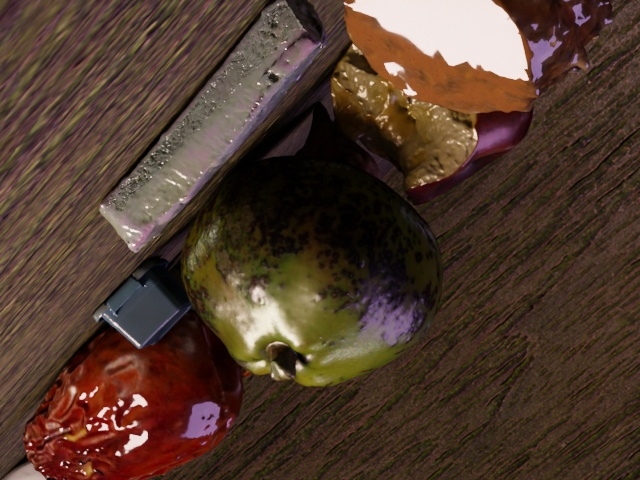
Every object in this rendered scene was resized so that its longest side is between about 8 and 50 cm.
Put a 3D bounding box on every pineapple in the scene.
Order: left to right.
[{"bbox_3d":[0.127,-0.208,1.023,0.278,0.158,0.158,-57,-176,-32],"label":"pineapple"}]

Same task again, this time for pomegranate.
[{"bbox_3d":[-0.009,0.011,1.550,0.204,0.222,0.276,-58,-165,17],"label":"pomegranate"}]

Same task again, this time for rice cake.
[{"bbox_3d":[-0.068,-0.068,1.053,0.211,0.043,0.034,-47,170,29],"label":"rice cake"}]

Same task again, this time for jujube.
[{"bbox_3d":[-0.189,0.162,1.681,0.236,0.168,0.168,-30,-176,23],"label":"jujube"}]

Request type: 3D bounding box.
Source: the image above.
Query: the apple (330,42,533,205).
[{"bbox_3d":[0.096,-0.127,1.488,0.147,0.158,0.156,-28,171,-24],"label":"apple"}]

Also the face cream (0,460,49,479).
[{"bbox_3d":[-0.327,0.373,2.146,0.206,0.206,0.111,-44,176,-26],"label":"face cream"}]

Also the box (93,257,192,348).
[{"bbox_3d":[-0.156,0.059,1.561,0.074,0.054,0.099,-47,177,4],"label":"box"}]

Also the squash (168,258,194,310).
[{"bbox_3d":[-0.165,0.076,1.746,0.183,0.052,0.052,-45,178,36],"label":"squash"}]

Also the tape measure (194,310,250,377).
[{"bbox_3d":[-0.081,0.063,1.845,0.202,0.135,0.223,-48,178,-26],"label":"tape measure"}]
